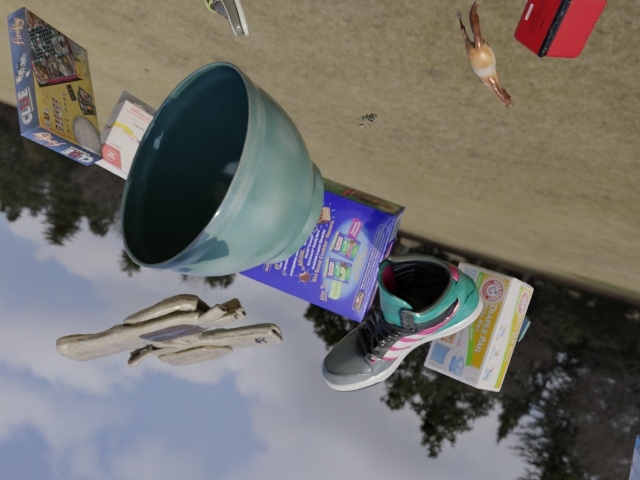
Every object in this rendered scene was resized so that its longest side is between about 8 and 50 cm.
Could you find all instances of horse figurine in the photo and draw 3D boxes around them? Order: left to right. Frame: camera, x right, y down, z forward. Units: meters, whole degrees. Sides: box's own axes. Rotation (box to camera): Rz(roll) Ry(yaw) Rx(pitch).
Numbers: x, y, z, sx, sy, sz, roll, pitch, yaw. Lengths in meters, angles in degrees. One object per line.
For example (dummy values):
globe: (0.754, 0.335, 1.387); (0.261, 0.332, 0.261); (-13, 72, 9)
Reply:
horse figurine: (0.393, -0.450, 1.564); (0.066, 0.175, 0.263); (-20, 149, 17)

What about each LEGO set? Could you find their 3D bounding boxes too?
LEGO set: (0.144, -0.360, 1.906); (0.054, 0.023, 0.083); (9, -140, 12)

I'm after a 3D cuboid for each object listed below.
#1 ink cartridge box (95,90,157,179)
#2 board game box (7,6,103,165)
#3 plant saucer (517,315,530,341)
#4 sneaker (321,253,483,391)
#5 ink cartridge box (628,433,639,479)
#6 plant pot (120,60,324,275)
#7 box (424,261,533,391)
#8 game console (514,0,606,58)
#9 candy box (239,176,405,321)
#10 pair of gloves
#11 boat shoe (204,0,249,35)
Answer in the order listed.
ink cartridge box: (-0.458, -0.257, 1.560); (0.115, 0.198, 0.067); (30, 161, -36)
board game box: (-0.479, -0.275, 1.169); (0.042, 0.243, 0.165); (-20, 161, 16)
plant saucer: (0.460, 0.164, 1.615); (0.018, 0.067, 0.192); (-3, -143, -24)
sneaker: (0.108, 0.122, 1.012); (0.178, 0.295, 0.124); (53, -175, -49)
ink cartridge box: (0.710, 0.514, 1.365); (0.061, 0.181, 0.104); (-4, -154, 1)
plant pot: (-0.120, -0.075, 0.917); (0.196, 0.293, 0.293); (24, -179, -39)
box: (0.288, 0.155, 1.166); (0.114, 0.203, 0.103); (17, 176, 40)
game console: (0.492, -0.459, 1.334); (0.085, 0.144, 0.124); (-25, -121, -27)
candy box: (0.000, 0.000, 1.496); (0.317, 0.268, 0.122); (21, -163, 12)
pair of gloves: (-0.170, 0.112, 0.782); (0.204, 0.042, 0.240); (-15, 161, 11)
boat shoe: (-0.275, -0.667, 1.732); (0.109, 0.091, 0.305); (80, 167, -74)
